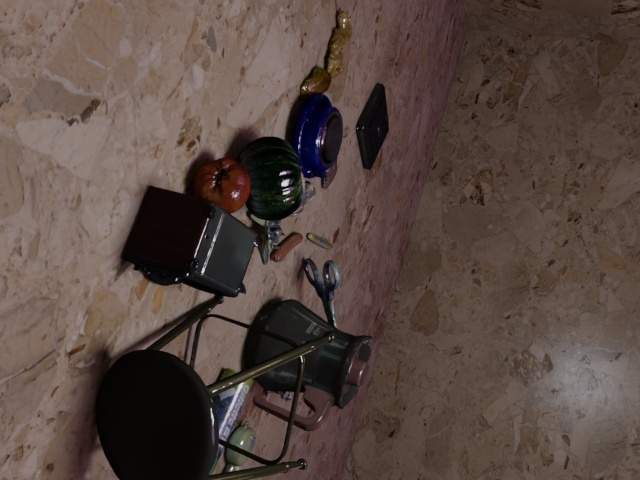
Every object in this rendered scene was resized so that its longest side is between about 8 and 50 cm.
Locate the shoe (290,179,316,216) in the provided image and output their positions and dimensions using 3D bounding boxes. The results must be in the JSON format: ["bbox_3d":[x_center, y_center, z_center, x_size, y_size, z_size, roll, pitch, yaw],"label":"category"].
[{"bbox_3d":[-0.082,-0.150,1.707,0.180,0.089,0.092,-55,138,-47],"label":"shoe"}]

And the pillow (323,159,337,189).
[{"bbox_3d":[0.035,-0.279,1.962,0.185,0.043,0.118,81,28,-45],"label":"pillow"}]

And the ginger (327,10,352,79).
[{"bbox_3d":[0.062,-0.627,1.805,0.193,0.053,0.176,82,24,-45],"label":"ginger"}]

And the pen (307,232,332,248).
[{"bbox_3d":[0.000,0.000,2.065,0.233,0.032,0.040,31,51,-67],"label":"pen"}]

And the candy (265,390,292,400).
[{"bbox_3d":[-0.142,0.540,2.012,0.094,0.051,0.226,-67,157,-15],"label":"candy"}]

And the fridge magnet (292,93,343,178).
[{"bbox_3d":[-0.009,-0.323,1.730,0.265,0.113,0.265,14,90,-70],"label":"fridge magnet"}]

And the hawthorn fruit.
[{"bbox_3d":[-0.229,-0.125,1.298,0.138,0.133,0.132,95,17,-66],"label":"hawthorn fruit"}]

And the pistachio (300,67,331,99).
[{"bbox_3d":[-0.005,-0.491,1.725,0.173,0.049,0.089,-48,145,-51],"label":"pistachio"}]

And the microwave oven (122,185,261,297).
[{"bbox_3d":[-0.271,0.018,1.200,0.247,0.178,0.188,44,59,-65],"label":"microwave oven"}]

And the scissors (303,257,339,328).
[{"bbox_3d":[0.034,0.247,1.909,0.029,0.256,0.383,-15,95,-24],"label":"scissors"}]

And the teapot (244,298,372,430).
[{"bbox_3d":[-0.043,0.390,1.738,0.376,0.362,0.305,-58,153,-36],"label":"teapot"}]

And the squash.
[{"bbox_3d":[-0.130,-0.158,1.426,0.173,0.218,0.218,-15,124,-24],"label":"squash"}]

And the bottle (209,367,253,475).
[{"bbox_3d":[-0.298,0.531,1.559,0.093,0.093,0.330,66,43,-58],"label":"bottle"}]

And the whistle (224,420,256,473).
[{"bbox_3d":[-0.267,0.711,1.785,0.126,0.067,0.257,26,81,-67],"label":"whistle"}]

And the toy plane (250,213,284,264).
[{"bbox_3d":[-0.146,-0.017,1.616,0.262,0.088,0.192,85,0,-47],"label":"toy plane"}]

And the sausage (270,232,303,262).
[{"bbox_3d":[-0.104,0.017,1.801,0.186,0.043,0.043,-44,142,-54],"label":"sausage"}]

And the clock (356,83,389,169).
[{"bbox_3d":[0.233,-0.474,2.330,0.278,0.049,0.273,71,38,-55],"label":"clock"}]

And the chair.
[{"bbox_3d":[-0.247,0.357,1.253,0.410,0.365,0.361,-1,104,-63],"label":"chair"}]
